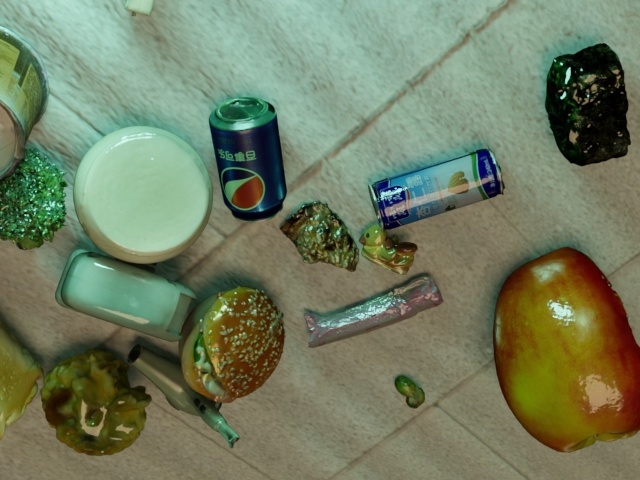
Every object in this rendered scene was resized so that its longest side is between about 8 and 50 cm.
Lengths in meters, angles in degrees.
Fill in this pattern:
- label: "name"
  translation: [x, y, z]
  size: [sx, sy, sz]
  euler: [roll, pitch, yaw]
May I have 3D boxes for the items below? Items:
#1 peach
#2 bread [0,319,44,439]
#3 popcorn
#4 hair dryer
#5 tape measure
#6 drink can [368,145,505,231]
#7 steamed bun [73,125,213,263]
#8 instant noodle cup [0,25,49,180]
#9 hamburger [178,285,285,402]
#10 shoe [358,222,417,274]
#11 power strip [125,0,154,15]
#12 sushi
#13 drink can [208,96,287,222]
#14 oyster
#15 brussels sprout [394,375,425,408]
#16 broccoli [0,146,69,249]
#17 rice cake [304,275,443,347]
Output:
- label: "peach"
  translation: [0.478, 0.214, 1.835]
  size: [0.242, 0.380, 0.306]
  euler: [-8, 151, -7]
- label: "bread"
  translation: [-0.644, 0.212, 1.688]
  size: [0.121, 0.173, 0.311]
  euler: [1, 134, 32]
- label: "popcorn"
  translation: [-0.435, 0.315, 1.794]
  size: [0.218, 0.169, 0.189]
  euler: [42, 102, -12]
- label: "hair dryer"
  translation: [-0.269, 0.288, 1.776]
  size: [0.229, 0.267, 0.092]
  euler: [39, 83, -16]
- label: "tape measure"
  translation: [-0.336, 0.095, 1.645]
  size: [0.243, 0.246, 0.125]
  euler: [21, 80, -21]
- label: "drink can"
  translation: [0.212, -0.095, 1.695]
  size: [0.235, 0.097, 0.097]
  euler: [-17, 125, 0]
- label: "steamed bun"
  translation: [-0.302, -0.076, 1.562]
  size: [0.232, 0.145, 0.232]
  euler: [0, 89, -17]
- label: "instant noodle cup"
  translation: [-0.532, -0.199, 1.407]
  size: [0.217, 0.207, 0.217]
  euler: [-6, 123, -9]
- label: "hamburger"
  translation: [-0.164, 0.196, 1.756]
  size: [0.237, 0.147, 0.237]
  euler: [-17, 117, -36]
- label: "shoe"
  translation: [0.132, 0.015, 1.769]
  size: [0.109, 0.072, 0.069]
  euler: [37, 113, 17]
- label: "power strip"
  translation: [-0.224, -0.492, 1.332]
  size: [0.043, 0.106, 0.367]
  euler: [13, 120, -17]
- label: "sushi"
  translation: [0.470, -0.235, 1.635]
  size: [0.127, 0.124, 0.225]
  euler: [-19, 131, 2]
- label: "drink can"
  translation: [-0.122, -0.138, 1.586]
  size: [0.118, 0.118, 0.205]
  euler: [-11, 126, -4]
- label: "oyster"
  translation: [0.007, 0.003, 1.748]
  size: [0.105, 0.056, 0.177]
  euler: [-36, 118, 4]
- label: "brussels sprout"
  translation: [0.196, 0.332, 2.006]
  size: [0.051, 0.046, 0.083]
  euler: [-5, 138, 45]
- label: "broccoli"
  translation: [-0.517, -0.038, 1.562]
  size: [0.220, 0.194, 0.194]
  euler: [-34, 127, -17]
- label: "rice cake"
  translation: [0.105, 0.144, 1.860]
  size: [0.290, 0.051, 0.081]
  euler: [-18, 126, 0]
